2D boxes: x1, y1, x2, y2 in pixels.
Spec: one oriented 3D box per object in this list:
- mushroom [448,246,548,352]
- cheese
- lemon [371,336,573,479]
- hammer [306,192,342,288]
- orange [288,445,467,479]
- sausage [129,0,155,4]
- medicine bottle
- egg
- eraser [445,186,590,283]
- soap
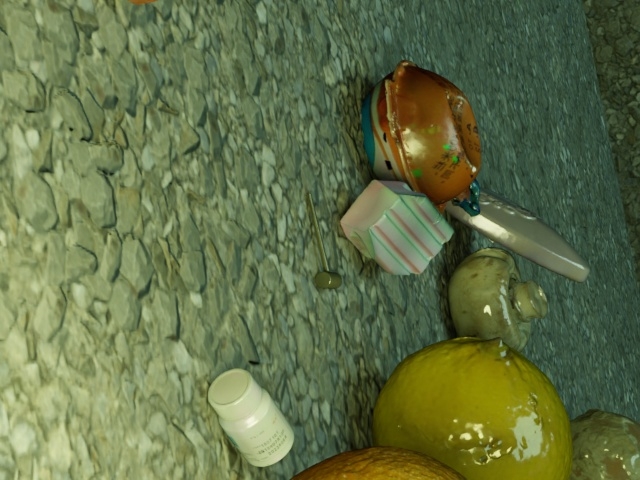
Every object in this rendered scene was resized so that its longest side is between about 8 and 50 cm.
[{"bbox_3d":[0.253,0.089,1.925,0.166,0.127,0.166,52,27,-41],"label":"mushroom"},{"bbox_3d":[0.150,-0.120,1.777,0.329,0.129,0.217,31,52,-62],"label":"cheese"},{"bbox_3d":[0.176,0.234,1.528,0.228,0.228,0.253,-79,150,-45],"label":"lemon"},{"bbox_3d":[0.000,0.000,1.494,0.035,0.019,0.110,6,71,-67],"label":"hammer"},{"bbox_3d":[0.050,0.317,1.164,0.264,0.264,0.264,-12,90,-68],"label":"orange"},{"bbox_3d":[-0.183,-0.253,1.115,0.169,0.065,0.065,27,54,-62],"label":"sausage"},{"bbox_3d":[-0.063,0.159,1.205,0.052,0.052,0.089,-79,149,-44],"label":"medicine bottle"},{"bbox_3d":[0.479,0.396,2.207,0.203,0.203,0.245,38,26,-58],"label":"egg"},{"bbox_3d":[0.296,-0.018,1.991,0.059,0.243,0.204,-62,162,10],"label":"eraser"},{"bbox_3d":[0.090,-0.016,1.615,0.100,0.056,0.149,-52,143,-4],"label":"soap"}]
